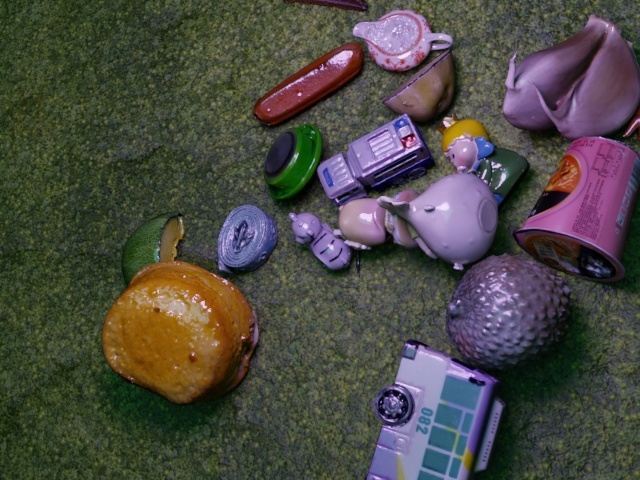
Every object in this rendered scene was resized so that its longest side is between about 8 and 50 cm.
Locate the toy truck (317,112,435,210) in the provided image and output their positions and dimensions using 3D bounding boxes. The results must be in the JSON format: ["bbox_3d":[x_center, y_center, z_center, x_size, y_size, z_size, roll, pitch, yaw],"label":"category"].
[{"bbox_3d":[0.123,-0.184,1.837,0.268,0.155,0.124,-27,70,12],"label":"toy truck"}]

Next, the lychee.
[{"bbox_3d":[0.394,0.153,1.613,0.275,0.255,0.255,10,78,-19],"label":"lychee"}]

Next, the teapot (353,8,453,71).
[{"bbox_3d":[0.211,-0.497,1.908,0.246,0.116,0.159,1,65,22],"label":"teapot"}]

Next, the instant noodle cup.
[{"bbox_3d":[0.567,-0.073,1.630,0.244,0.244,0.255,19,75,23],"label":"instant noodle cup"}]

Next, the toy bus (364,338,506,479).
[{"bbox_3d":[0.230,0.449,1.615,0.249,0.209,0.439,15,83,21],"label":"toy bus"}]

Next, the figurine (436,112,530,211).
[{"bbox_3d":[0.348,-0.176,1.783,0.234,0.127,0.185,36,107,14],"label":"figurine"}]

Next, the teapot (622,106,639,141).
[{"bbox_3d":[0.741,-0.243,1.664,0.173,0.116,0.116,3,77,-7],"label":"teapot"}]

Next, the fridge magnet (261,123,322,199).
[{"bbox_3d":[-0.071,-0.199,1.914,0.208,0.088,0.208,-35,43,40],"label":"fridge magnet"}]

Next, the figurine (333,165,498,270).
[{"bbox_3d":[0.182,-0.055,1.696,0.394,0.275,0.226,-1,75,39],"label":"figurine"}]

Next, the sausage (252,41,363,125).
[{"bbox_3d":[-0.028,-0.401,1.977,0.330,0.102,0.102,-30,69,11],"label":"sausage"}]

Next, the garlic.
[{"bbox_3d":[0.542,-0.317,1.658,0.340,0.245,0.231,-24,59,-35],"label":"garlic"}]

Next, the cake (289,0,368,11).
[{"bbox_3d":[-0.010,-0.668,2.027,0.295,0.116,0.112,30,92,26],"label":"cake"}]

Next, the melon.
[{"bbox_3d":[-0.458,0.050,2.006,0.169,0.129,0.264,-7,76,20],"label":"melon"}]

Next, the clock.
[{"bbox_3d":[0.000,0.000,1.857,0.176,0.117,0.080,42,94,23],"label":"clock"}]

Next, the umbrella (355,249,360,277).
[{"bbox_3d":[0.090,0.016,1.873,0.022,0.022,0.148,-11,72,45],"label":"umbrella"}]

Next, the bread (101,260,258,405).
[{"bbox_3d":[-0.341,0.235,1.845,0.358,0.204,0.336,22,106,5],"label":"bread"}]

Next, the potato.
[{"bbox_3d":[0.259,-0.355,1.848,0.202,0.182,0.117,-42,97,-27],"label":"potato"}]

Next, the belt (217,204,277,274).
[{"bbox_3d":[-0.188,-0.005,1.946,0.148,0.082,0.162,-9,73,22],"label":"belt"}]
